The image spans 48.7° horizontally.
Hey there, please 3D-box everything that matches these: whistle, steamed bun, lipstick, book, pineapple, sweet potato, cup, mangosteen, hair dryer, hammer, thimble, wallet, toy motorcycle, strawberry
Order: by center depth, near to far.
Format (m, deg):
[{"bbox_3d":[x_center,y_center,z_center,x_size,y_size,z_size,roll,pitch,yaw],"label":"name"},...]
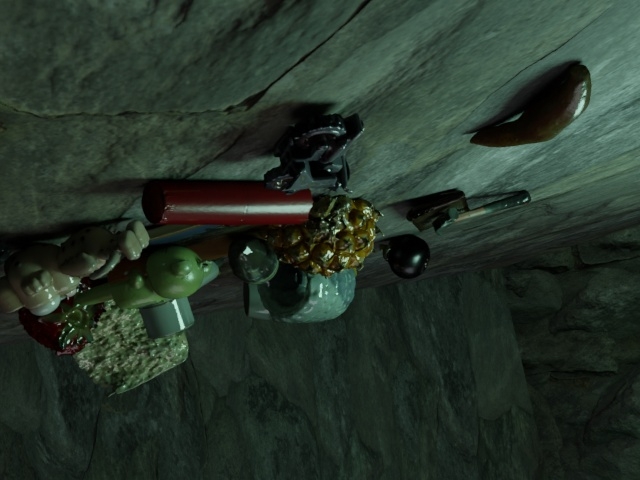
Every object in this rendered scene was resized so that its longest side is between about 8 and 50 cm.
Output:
[{"bbox_3d":[0.002,-0.107,0.926,0.123,0.080,0.215,-7,166,-20],"label":"toy motorcycle"},{"bbox_3d":[0.302,-0.168,0.976,0.078,0.058,0.255,9,168,-16],"label":"sweet potato"},{"bbox_3d":[-0.137,-0.057,1.096,0.280,0.073,0.073,-2,167,-40],"label":"lipstick"},{"bbox_3d":[0.032,-0.011,1.363,0.250,0.139,0.164,-11,165,-25],"label":"pineapple"},{"bbox_3d":[-0.343,0.077,1.378,0.289,0.106,0.131,-14,173,13],"label":"whistle"},{"bbox_3d":[-0.204,-0.008,1.450,0.263,0.028,0.374,-14,171,18],"label":"book"},{"bbox_3d":[-0.580,0.149,1.571,0.202,0.186,0.184,15,-152,26],"label":"strawberry"},{"bbox_3d":[0.371,-0.069,1.600,0.288,0.033,0.111,-16,165,-28],"label":"hammer"},{"bbox_3d":[0.269,-0.066,1.603,0.133,0.039,0.243,-21,171,12],"label":"wallet"},{"bbox_3d":[-0.310,0.085,1.654,0.108,0.173,0.357,-10,-169,20],"label":"hair dryer"},{"bbox_3d":[-0.047,0.105,1.773,0.172,0.204,0.250,-2,-175,-44],"label":"thimble"},{"bbox_3d":[-0.509,0.202,1.837,0.291,0.273,0.272,-13,128,-1],"label":"steamed bun"},{"bbox_3d":[0.238,0.041,2.025,0.151,0.137,0.137,23,-175,23],"label":"mangosteen"},{"bbox_3d":[-0.101,0.132,2.087,0.234,0.186,0.258,0,139,-15],"label":"cup"}]

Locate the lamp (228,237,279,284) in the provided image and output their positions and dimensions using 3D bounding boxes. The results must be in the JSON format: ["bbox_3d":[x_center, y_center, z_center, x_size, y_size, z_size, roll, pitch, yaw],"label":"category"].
[{"bbox_3d":[-0.139,0.039,1.454,0.101,0.101,0.250,-12,167,6],"label":"lamp"}]

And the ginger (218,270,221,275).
[{"bbox_3d":[-0.349,0.086,1.803,0.176,0.052,0.193,-11,179,4],"label":"ginger"}]

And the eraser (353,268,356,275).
[{"bbox_3d":[0.068,0.067,2.020,0.045,0.097,0.122,-9,169,-9],"label":"eraser"}]

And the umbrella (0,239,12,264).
[{"bbox_3d":[-0.657,0.081,1.211,0.337,0.128,0.154,-30,-177,44],"label":"umbrella"}]

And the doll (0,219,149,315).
[{"bbox_3d":[-0.428,0.043,1.211,0.278,0.119,0.154,-17,-159,21],"label":"doll"}]
